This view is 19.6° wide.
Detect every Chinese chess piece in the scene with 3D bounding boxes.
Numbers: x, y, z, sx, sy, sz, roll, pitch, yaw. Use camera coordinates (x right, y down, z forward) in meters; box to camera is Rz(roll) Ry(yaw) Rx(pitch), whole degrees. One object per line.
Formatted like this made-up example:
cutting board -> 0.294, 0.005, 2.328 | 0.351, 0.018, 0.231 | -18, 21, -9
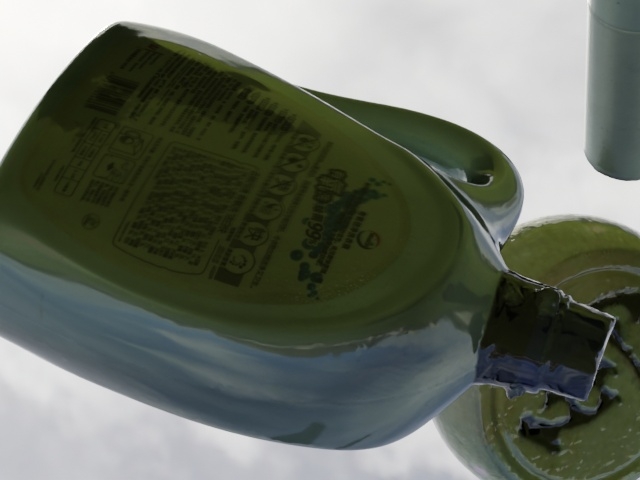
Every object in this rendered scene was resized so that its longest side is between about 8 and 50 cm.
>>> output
Chinese chess piece -> 0.208, 0.101, 1.567 | 0.250, 0.250, 0.101 | -7, -161, -23

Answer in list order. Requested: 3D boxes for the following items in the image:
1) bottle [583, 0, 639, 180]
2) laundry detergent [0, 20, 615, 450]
bottle -> 0.230, -0.133, 1.355 | 0.072, 0.201, 0.072 | -3, -127, 4
laundry detergent -> 0.000, 0.000, 0.858 | 0.280, 0.105, 0.215 | 14, -139, 9
